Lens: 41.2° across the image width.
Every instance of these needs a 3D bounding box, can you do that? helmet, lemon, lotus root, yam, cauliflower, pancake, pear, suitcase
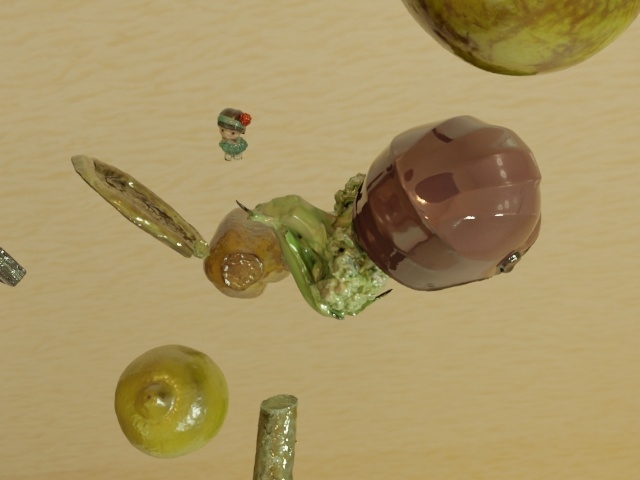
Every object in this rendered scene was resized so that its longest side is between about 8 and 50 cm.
[{"bbox_3d":[0.219,-0.080,1.325,0.197,0.338,0.271,106,-38,-65],"label":"helmet"},{"bbox_3d":[-0.241,0.264,1.409,0.248,0.184,0.184,21,63,-74],"label":"lemon"},{"bbox_3d":[-0.136,0.030,1.728,0.291,0.193,0.193,-48,129,-82],"label":"lotus root"},{"bbox_3d":[-0.079,0.367,1.514,0.078,0.078,0.179,-3,100,-77],"label":"yam"},{"bbox_3d":[0.000,0.000,1.429,0.315,0.239,0.256,36,35,-31],"label":"cauliflower"},{"bbox_3d":[-0.235,-0.043,1.120,0.212,0.029,0.235,40,3,-3],"label":"pancake"},{"bbox_3d":[0.197,-0.299,0.846,0.283,0.284,0.283,-7,90,-77],"label":"pear"},{"bbox_3d":[-0.799,0.060,2.115,0.059,0.086,0.126,-54,131,-23],"label":"suitcase"}]

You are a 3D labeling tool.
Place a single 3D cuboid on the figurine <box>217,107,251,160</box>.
[{"bbox_3d":[-0.146,-0.180,1.456,0.106,0.060,0.047,95,19,-50],"label":"figurine"}]
